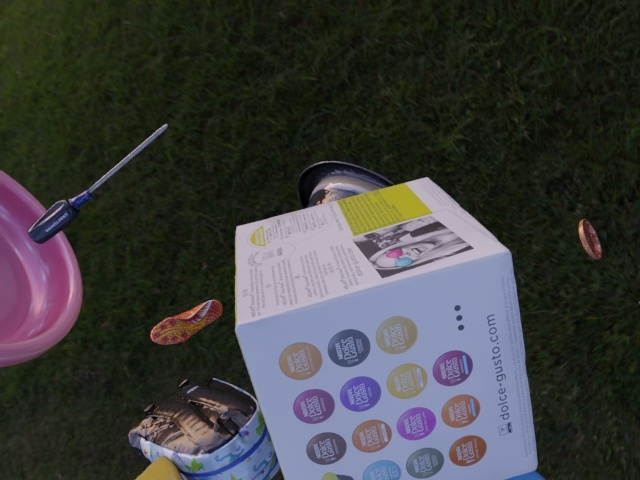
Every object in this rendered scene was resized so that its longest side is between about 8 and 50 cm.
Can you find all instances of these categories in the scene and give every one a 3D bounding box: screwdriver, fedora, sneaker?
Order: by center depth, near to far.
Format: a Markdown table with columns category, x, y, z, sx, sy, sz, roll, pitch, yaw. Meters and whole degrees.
| category | x | y | z | sx | sy | sz | roll | pitch | yaw |
| --- | --- | --- | --- | --- | --- | --- | --- | --- | --- |
| screwdriver | -0.206 | -0.052 | 0.614 | 0.170 | 0.024 | 0.025 | -34 | 90 | 4 |
| fedora | 0.059 | -0.002 | 1.284 | 0.334 | 0.334 | 0.152 | 24 | 58 | 26 |
| sneaker | -0.302 | 0.191 | 1.475 | 0.067 | 0.175 | 0.064 | -31 | 82 | 60 |

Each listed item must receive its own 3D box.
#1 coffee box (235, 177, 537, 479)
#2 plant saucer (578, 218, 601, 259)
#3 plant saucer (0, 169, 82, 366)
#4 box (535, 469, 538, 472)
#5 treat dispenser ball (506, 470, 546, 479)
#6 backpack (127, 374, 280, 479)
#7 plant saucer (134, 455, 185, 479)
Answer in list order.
| category | x | y | z | sx | sy | sz | roll | pitch | yaw |
| --- | --- | --- | --- | --- | --- | --- | --- | --- | --- |
| coffee box | 0.074 | 0.143 | 0.945 | 0.334 | 0.338 | 0.337 | -15 | 112 | -2 |
| plant saucer | 0.533 | -0.002 | 1.291 | 0.013 | 0.083 | 0.083 | -23 | 75 | 37 |
| plant saucer | -0.451 | 0.019 | 0.786 | 0.084 | 0.332 | 0.332 | -38 | 70 | 19 |
| box | 0.388 | 0.576 | 1.397 | 0.076 | 0.242 | 0.307 | -8 | 39 | 33 |
| treat dispenser ball | 0.271 | 0.497 | 1.072 | 0.288 | 0.288 | 0.288 | -3 | 84 | 26 |
| backpack | -0.257 | 0.481 | 1.589 | 0.355 | 0.290 | 0.273 | -23 | 97 | 52 |
| plant saucer | -0.324 | 0.673 | 1.346 | 0.081 | 0.333 | 0.332 | -28 | 97 | 38 |
